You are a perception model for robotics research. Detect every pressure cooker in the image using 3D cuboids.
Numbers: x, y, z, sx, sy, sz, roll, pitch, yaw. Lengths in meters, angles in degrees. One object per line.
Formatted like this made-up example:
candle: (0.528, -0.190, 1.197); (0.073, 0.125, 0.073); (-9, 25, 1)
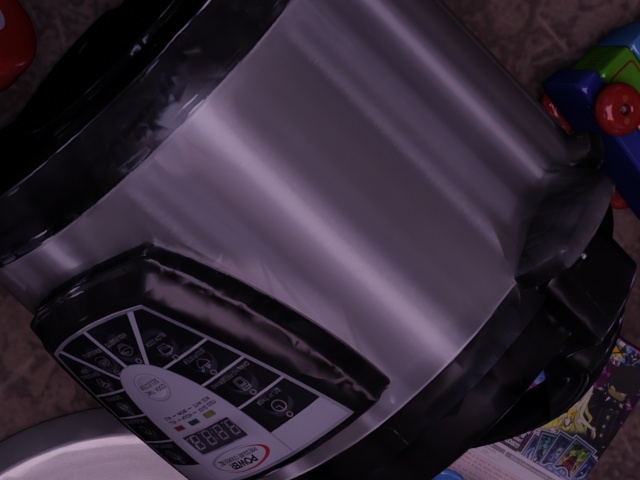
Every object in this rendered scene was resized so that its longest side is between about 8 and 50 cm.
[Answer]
pressure cooker: (0.004, -0.005, 1.350); (0.375, 0.370, 0.420); (-44, 107, 6)

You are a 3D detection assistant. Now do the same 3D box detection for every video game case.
video game case: (0.139, 0.132, 1.598); (0.232, 0.042, 0.210); (31, 97, -19)

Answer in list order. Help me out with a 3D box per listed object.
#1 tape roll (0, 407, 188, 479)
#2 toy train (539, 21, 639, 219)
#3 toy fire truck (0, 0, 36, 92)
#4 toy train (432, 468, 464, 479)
tape roll: (-0.164, 0.330, 1.566); (0.392, 0.072, 0.392); (-4, 106, -13)
toy train: (0.305, -0.074, 1.560); (0.143, 0.105, 0.248); (-44, 110, -13)
toy fire truck: (-0.356, -0.118, 1.293); (0.254, 0.302, 0.169); (37, 123, -18)
toy train: (0.071, 0.230, 1.537); (0.105, 0.080, 0.184); (-26, 137, 36)
